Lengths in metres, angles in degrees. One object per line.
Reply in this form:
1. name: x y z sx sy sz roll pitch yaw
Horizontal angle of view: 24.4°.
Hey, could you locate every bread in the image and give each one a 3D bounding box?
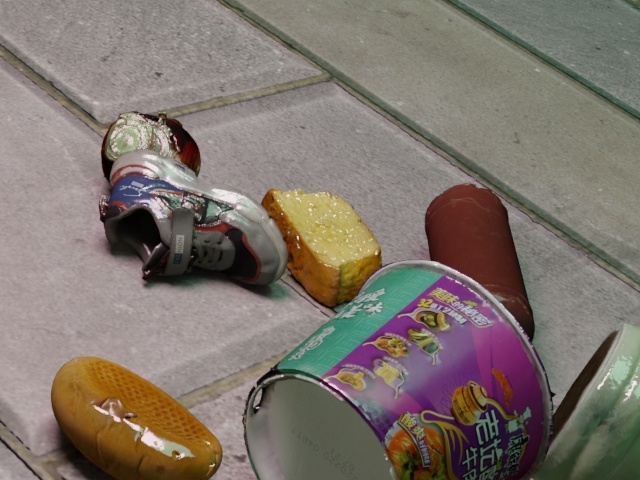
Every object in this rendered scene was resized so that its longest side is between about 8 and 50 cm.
1. bread: 0.000 0.000 1.741 0.103 0.065 0.187 -5 37 -25
2. bread: -0.173 0.175 1.360 0.189 0.077 0.114 35 15 26

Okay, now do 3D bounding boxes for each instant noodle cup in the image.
1. instant noodle cup: 0.059 0.166 1.359 0.251 0.251 0.190 36 44 26

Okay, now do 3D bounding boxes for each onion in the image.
1. onion: -0.197 -0.096 1.738 0.117 0.118 0.118 32 33 16

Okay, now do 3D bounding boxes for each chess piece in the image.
1. chess piece: 0.378 0.235 1.474 0.299 0.194 0.194 33 33 6

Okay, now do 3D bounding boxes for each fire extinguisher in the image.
1. fire extinguisher: 0.199 0.075 1.702 0.147 0.106 0.337 35 26 -23

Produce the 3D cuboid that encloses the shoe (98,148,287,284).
1. shoe: -0.149 -0.005 1.632 0.227 0.099 0.125 29 42 2
